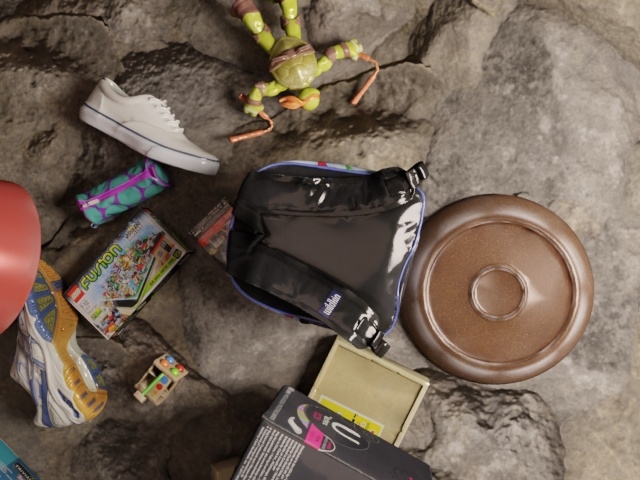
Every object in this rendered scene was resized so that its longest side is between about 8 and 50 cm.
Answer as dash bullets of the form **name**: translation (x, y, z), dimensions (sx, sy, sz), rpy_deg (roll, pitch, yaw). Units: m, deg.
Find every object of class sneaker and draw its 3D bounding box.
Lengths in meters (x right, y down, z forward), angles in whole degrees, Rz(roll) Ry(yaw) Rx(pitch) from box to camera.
- **sneaker**: translation (-0.275, -0.189, 0.915), dimensions (0.258, 0.094, 0.091), rpy_deg (26, 99, 6)
- **sneaker**: translation (-0.479, 0.178, 0.943), dimensions (0.131, 0.112, 0.296), rpy_deg (-22, 86, 12)

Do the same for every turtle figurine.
- **turtle figurine**: translation (-0.062, -0.287, 0.890), dimensions (0.270, 0.087, 0.217), rpy_deg (-26, 89, 7)

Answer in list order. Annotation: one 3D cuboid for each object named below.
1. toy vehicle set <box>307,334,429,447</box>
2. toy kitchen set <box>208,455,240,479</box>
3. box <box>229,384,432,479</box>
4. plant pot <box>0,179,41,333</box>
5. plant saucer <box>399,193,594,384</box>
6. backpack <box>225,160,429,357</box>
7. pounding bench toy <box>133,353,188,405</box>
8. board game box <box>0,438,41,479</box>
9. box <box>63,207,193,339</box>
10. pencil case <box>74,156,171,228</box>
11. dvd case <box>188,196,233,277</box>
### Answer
- **toy vehicle set**: translation (0.045, 0.310, 0.920), dimensions (0.166, 0.035, 0.266), rpy_deg (26, 95, 5)
- **toy kitchen set**: translation (-0.246, 0.438, 0.948), dimensions (0.207, 0.166, 0.122), rpy_deg (-6, 92, -30)
- **box**: translation (0.018, 0.355, 0.822), dimensions (0.271, 0.165, 0.143), rpy_deg (28, 95, 5)
- **plant pot**: translation (-0.614, 0.011, 0.843), dimensions (0.275, 0.243, 0.274), rpy_deg (-7, 75, 30)
- **plant saucer**: translation (0.276, 0.080, 0.881), dimensions (0.311, 0.050, 0.310), rpy_deg (0, 92, 6)
- **backpack**: translation (0.000, 0.000, 0.832), dimensions (0.264, 0.213, 0.276), rpy_deg (15, 87, -2)
- **pounding bench toy**: translation (-0.269, 0.233, 0.931), dimensions (0.052, 0.083, 0.065), rpy_deg (39, 96, 5)
- **board game box**: translation (-0.624, 0.546, 0.985), dimensions (0.254, 0.079, 0.336), rpy_deg (45, 96, 3)
- **box**: translation (-0.329, 0.057, 0.958), dimensions (0.114, 0.036, 0.207), rpy_deg (43, 96, 4)
- **pencil case**: translation (-0.330, -0.083, 0.936), dimensions (0.152, 0.070, 0.064), rpy_deg (-28, 91, 7)
- **dvd case**: translation (-0.153, -0.001, 0.947), dimensions (0.087, 0.013, 0.119), rpy_deg (-44, 85, 6)
